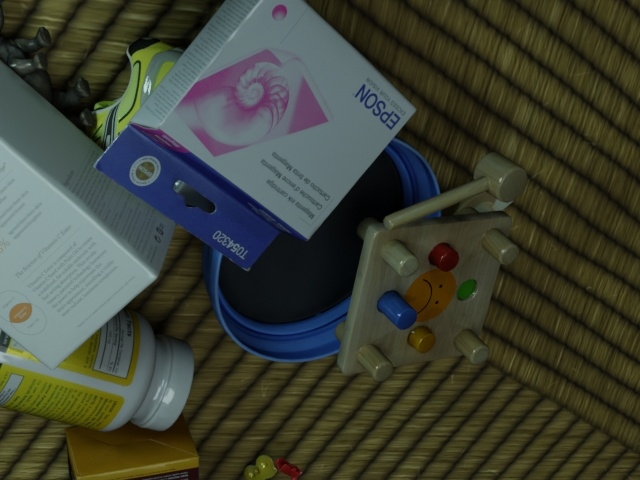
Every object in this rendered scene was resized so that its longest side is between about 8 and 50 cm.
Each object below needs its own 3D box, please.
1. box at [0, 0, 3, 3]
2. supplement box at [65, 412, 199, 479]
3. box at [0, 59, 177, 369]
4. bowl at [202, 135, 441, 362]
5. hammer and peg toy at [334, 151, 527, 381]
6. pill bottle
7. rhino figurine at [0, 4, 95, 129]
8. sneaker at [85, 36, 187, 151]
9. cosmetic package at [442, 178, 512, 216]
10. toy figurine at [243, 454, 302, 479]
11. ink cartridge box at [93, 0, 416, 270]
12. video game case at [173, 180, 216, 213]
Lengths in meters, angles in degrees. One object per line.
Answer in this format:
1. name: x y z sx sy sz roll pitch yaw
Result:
1. box: -0.459 -0.510 1.330 0.297 0.480 0.472 -36 124 4
2. supplement box: -0.298 0.398 2.119 0.191 0.129 0.194 -7 120 -16
3. box: -0.389 -0.040 1.713 0.215 0.168 0.345 -40 109 22
4. bowl: 0.000 0.000 1.986 0.391 0.077 0.391 -19 129 -25
5. hammer and peg toy: 0.160 0.031 1.980 0.266 0.127 0.361 -7 123 -30
6. pill bottle: -0.361 0.170 1.931 0.334 0.188 0.188 20 110 -28
7. rhino figurine: -0.401 -0.233 1.749 0.106 0.073 0.243 -17 127 24
8. sneaker: -0.268 -0.114 1.858 0.147 0.145 0.385 37 112 4
9. cosmetic package: 0.241 -0.052 2.111 0.115 0.041 0.060 -41 124 6
10. toy figurine: -0.092 0.558 2.260 0.217 0.191 0.362 32 105 -36
11. ink cartridge box: -0.074 -0.137 1.739 0.330 0.071 0.324 -52 135 2
12. video game case: -0.123 -0.096 1.902 0.193 0.023 0.212 -52 154 13
